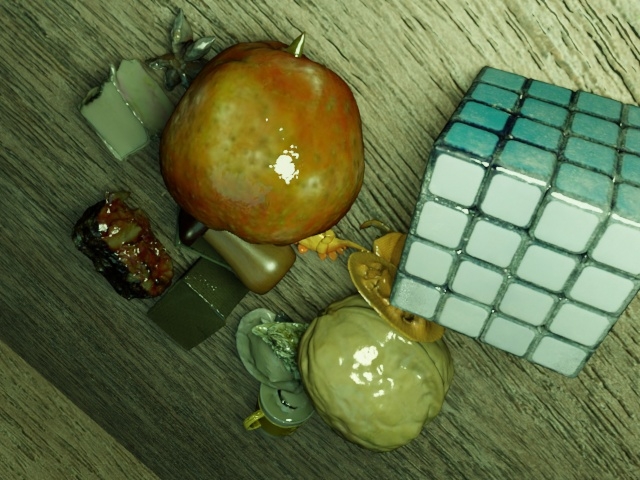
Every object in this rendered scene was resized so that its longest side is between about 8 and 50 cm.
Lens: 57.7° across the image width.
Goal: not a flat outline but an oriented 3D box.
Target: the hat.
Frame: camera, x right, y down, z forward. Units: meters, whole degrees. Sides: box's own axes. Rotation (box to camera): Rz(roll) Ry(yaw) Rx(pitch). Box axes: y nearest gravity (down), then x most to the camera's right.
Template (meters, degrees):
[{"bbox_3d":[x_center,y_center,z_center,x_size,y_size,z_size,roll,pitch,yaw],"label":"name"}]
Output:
[{"bbox_3d":[0.227,0.051,1.206,0.234,0.233,0.244,56,154,-11],"label":"hat"}]

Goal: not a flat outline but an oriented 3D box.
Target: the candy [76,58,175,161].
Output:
[{"bbox_3d":[-0.452,-0.310,1.382,0.184,0.137,0.195,-19,115,40],"label":"candy"}]

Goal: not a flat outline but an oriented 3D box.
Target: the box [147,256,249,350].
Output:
[{"bbox_3d":[-0.366,0.186,1.735,0.184,0.143,0.273,44,135,-7],"label":"box"}]

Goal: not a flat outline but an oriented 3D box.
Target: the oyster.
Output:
[{"bbox_3d":[-0.030,0.307,1.576,0.350,0.162,0.158,32,115,-26],"label":"oyster"}]

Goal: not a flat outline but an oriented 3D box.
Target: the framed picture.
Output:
[{"bbox_3d":[-0.269,-0.016,1.585,0.289,0.020,0.211,24,130,13],"label":"framed picture"}]

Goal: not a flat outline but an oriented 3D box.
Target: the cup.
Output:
[{"bbox_3d":[-0.141,0.529,1.826,0.185,0.241,0.226,56,148,23],"label":"cup"}]

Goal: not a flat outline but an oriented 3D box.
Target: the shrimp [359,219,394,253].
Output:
[{"bbox_3d":[0.124,0.003,1.371,0.091,0.025,0.127,33,131,3],"label":"shrimp"}]

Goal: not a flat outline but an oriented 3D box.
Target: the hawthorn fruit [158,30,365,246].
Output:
[{"bbox_3d":[-0.094,-0.200,1.105,0.402,0.403,0.403,16,132,19],"label":"hawthorn fruit"}]

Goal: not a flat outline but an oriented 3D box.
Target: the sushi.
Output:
[{"bbox_3d":[-0.564,0.011,1.697,0.181,0.196,0.343,-16,123,18],"label":"sushi"}]

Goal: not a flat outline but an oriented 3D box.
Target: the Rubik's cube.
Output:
[{"bbox_3d":[0.347,-0.042,0.973,0.337,0.344,0.344,21,132,13],"label":"Rubik's cube"}]

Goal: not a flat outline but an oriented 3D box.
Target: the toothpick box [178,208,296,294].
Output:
[{"bbox_3d":[-0.210,-0.007,1.431,0.294,0.192,0.192,43,135,-10],"label":"toothpick box"}]

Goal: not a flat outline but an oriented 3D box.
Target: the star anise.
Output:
[{"bbox_3d":[-0.292,-0.385,1.275,0.172,0.063,0.208,47,134,-13],"label":"star anise"}]

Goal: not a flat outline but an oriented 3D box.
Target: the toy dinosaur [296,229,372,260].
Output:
[{"bbox_3d":[0.000,0.000,1.416,0.288,0.070,0.117,23,145,19],"label":"toy dinosaur"}]

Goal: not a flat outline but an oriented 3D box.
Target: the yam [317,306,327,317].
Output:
[{"bbox_3d":[0.026,0.199,1.579,0.094,0.043,0.043,-28,108,43],"label":"yam"}]

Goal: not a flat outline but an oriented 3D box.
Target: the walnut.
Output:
[{"bbox_3d":[0.129,0.299,1.380,0.381,0.381,0.381,16,132,19],"label":"walnut"}]

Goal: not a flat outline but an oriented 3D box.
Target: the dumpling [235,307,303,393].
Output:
[{"bbox_3d":[-0.129,0.316,1.701,0.204,0.163,0.293,-6,116,58],"label":"dumpling"}]
